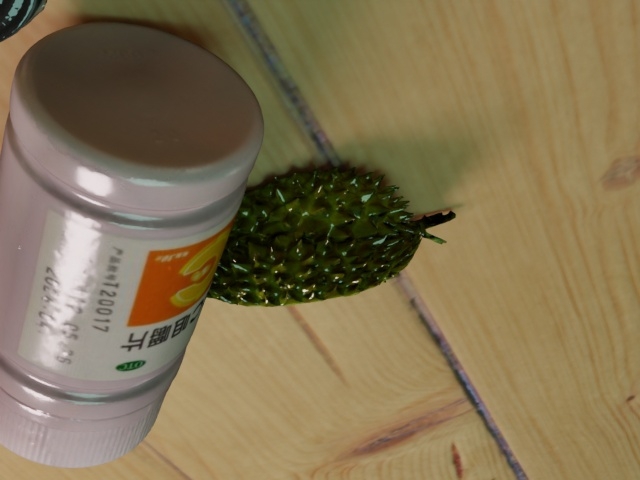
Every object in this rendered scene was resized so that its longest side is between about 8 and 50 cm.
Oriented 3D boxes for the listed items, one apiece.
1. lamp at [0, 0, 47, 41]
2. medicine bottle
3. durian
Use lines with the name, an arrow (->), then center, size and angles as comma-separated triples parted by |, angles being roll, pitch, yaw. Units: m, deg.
lamp -> -0.062, -0.209, 0.450 | 0.371, 0.108, 0.130 | -34, 117, 17
medicine bottle -> -0.127, 0.011, 0.650 | 0.133, 0.133, 0.249 | 1, 135, -26
durian -> 0.000, 0.000, 0.763 | 0.215, 0.086, 0.100 | -10, 173, -10
